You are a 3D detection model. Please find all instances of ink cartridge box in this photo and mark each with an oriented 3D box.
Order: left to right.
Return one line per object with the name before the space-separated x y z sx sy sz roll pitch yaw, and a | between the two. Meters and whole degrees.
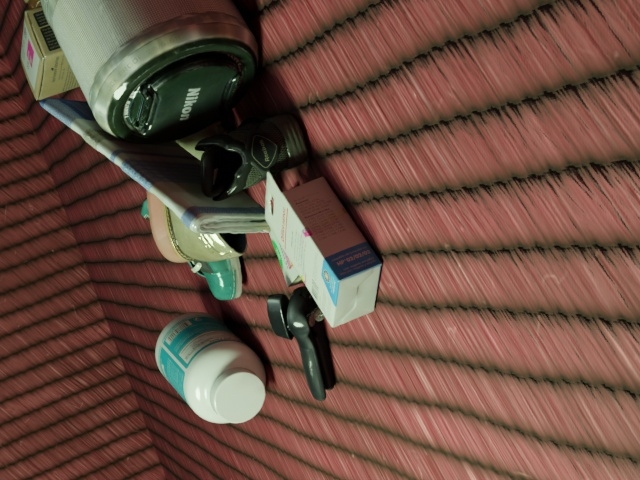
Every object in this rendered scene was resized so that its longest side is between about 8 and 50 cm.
ink cartridge box | -0.385 -0.328 1.879 0.088 0.193 0.235 67 161 2
ink cartridge box | 0.000 0.000 1.376 0.181 0.062 0.104 57 158 29

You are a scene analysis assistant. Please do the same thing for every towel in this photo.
towel | -0.208 -0.095 1.489 0.285 0.034 0.209 37 -165 19

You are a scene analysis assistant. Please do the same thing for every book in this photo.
book | -0.033 0.000 1.525 0.144 0.035 0.096 132 119 -71

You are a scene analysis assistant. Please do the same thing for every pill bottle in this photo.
pill bottle | -0.187 0.229 2.013 0.264 0.146 0.146 32 139 61

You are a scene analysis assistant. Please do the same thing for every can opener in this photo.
can opener | -0.014 0.142 1.590 0.073 0.059 0.186 8 133 38

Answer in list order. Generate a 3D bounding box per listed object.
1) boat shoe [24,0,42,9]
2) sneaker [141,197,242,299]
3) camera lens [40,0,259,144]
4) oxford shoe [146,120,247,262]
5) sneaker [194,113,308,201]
boat shoe | -0.501 -0.460 2.201 0.120 0.123 0.324 67 170 -13
sneaker | -0.227 -0.032 1.876 0.302 0.121 0.108 68 162 2
camera lens | -0.220 -0.276 1.438 0.274 0.219 0.219 61 160 21
oxford shoe | -0.178 -0.160 1.657 0.146 0.140 0.397 3 112 36
sneaker | -0.110 -0.106 1.464 0.227 0.130 0.087 -172 64 -71
